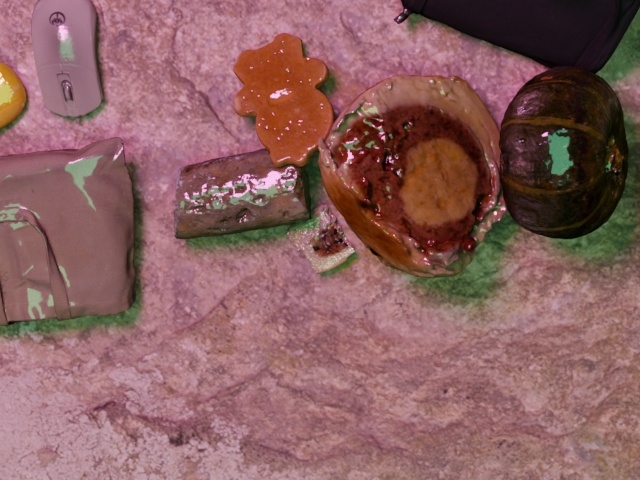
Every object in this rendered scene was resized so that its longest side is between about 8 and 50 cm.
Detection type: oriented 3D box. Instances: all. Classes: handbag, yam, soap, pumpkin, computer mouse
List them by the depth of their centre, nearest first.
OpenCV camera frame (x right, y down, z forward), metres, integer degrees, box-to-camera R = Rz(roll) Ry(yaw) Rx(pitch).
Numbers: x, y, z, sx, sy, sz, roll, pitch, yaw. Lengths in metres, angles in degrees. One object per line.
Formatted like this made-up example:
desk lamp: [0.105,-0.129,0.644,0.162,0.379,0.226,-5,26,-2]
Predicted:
handbag: [0.263,-0.346,1.379,0.302,0.178,0.275,23,103,-3]
pumpkin: [0.305,-0.110,1.417,0.157,0.224,0.223,6,105,26]
computer mouse: [-0.341,-0.243,1.492,0.089,0.056,0.181,-3,104,8]
yam: [-0.112,-0.063,1.501,0.194,0.107,0.107,-10,103,6]
soap: [-0.479,-0.176,1.524,0.168,0.033,0.089,-32,98,9]
handbag: [-0.402,-0.009,1.525,0.316,0.109,0.253,-5,108,3]

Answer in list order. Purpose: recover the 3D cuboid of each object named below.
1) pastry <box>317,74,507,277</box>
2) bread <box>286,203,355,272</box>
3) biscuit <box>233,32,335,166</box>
pastry: [0.113,-0.085,1.457,0.256,0.170,0.237,49,60,-12]
bread: [0.000,0.000,1.547,0.070,0.035,0.083,-31,103,10]
biscuit: [-0.043,-0.187,1.467,0.133,0.027,0.184,-35,69,-3]
